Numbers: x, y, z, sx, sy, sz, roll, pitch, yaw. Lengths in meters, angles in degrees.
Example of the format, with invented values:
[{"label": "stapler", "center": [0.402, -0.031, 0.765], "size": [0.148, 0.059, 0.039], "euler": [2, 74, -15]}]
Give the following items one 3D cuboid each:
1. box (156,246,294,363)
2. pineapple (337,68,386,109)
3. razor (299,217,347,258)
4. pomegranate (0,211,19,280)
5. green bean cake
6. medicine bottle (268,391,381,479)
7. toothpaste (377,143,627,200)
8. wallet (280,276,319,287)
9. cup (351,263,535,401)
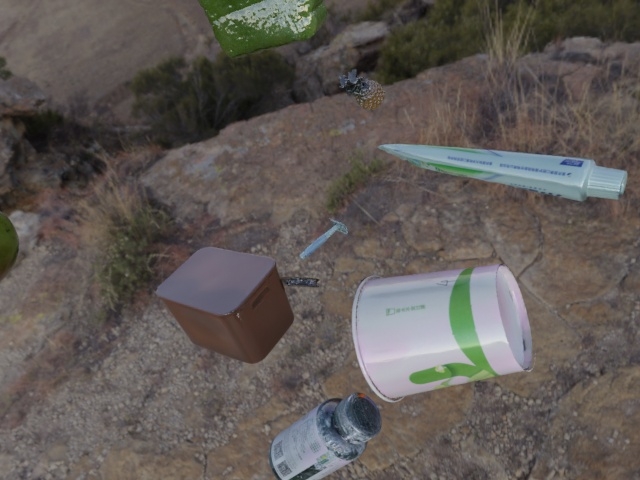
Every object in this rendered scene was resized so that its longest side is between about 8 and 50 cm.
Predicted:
[{"label": "box", "center": [-0.277, 0.195, 1.573], "size": [0.339, 0.229, 0.239], "euler": [8, 42, 37]}, {"label": "pineapple", "center": [0.071, -0.279, 0.942], "size": [0.058, 0.124, 0.058], "euler": [-5, 80, 30]}, {"label": "razor", "center": [0.000, 0.000, 1.331], "size": [0.135, 0.040, 0.068], "euler": [-40, 27, -13]}, {"label": "pomegranate", "center": [-0.432, -0.013, 0.613], "size": [0.129, 0.159, 0.129], "euler": [-1, 25, 0]}, {"label": "green bean cake", "center": [-0.128, -0.510, 1.072], "size": [0.248, 0.222, 0.125], "euler": [-8, 36, 24]}, {"label": "medicine bottle", "center": [0.011, 0.457, 1.196], "size": [0.293, 0.141, 0.141], "euler": [-46, 31, 34]}, {"label": "toothpaste", "center": [0.212, -0.092, 0.647], "size": [0.297, 0.075, 0.048], "euler": [16, 93, 37]}, {"label": "wallet", "center": [-0.070, 0.133, 1.685], "size": [0.110, 0.198, 0.031], "euler": [4, 86, -11]}, {"label": "cup", "center": [0.230, 0.161, 0.968], "size": [0.274, 0.253, 0.253], "euler": [-17, 41, 30]}]
